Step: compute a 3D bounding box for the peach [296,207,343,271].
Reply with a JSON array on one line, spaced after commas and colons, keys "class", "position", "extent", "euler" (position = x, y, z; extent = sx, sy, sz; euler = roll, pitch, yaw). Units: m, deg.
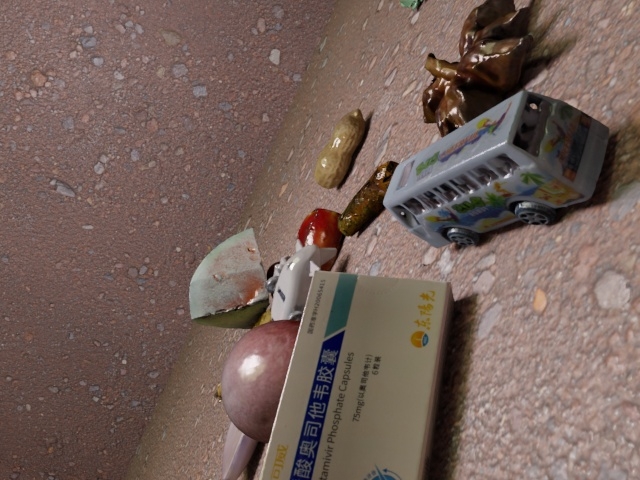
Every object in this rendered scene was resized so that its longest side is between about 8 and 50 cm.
[{"class": "peach", "position": [-0.006, -0.002, 1.563], "extent": [0.127, 0.092, 0.172], "euler": [-30, 37, 62]}]

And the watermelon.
[{"class": "watermelon", "position": [-0.191, 0.111, 1.727], "extent": [0.214, 0.320, 0.289], "euler": [3, 71, 41]}]

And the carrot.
[{"class": "carrot", "position": [0.102, -0.085, 1.360], "extent": [0.228, 0.069, 0.069], "euler": [130, 158, -51]}]

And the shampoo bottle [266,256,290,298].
[{"class": "shampoo bottle", "position": [-0.106, 0.103, 1.783], "extent": [0.085, 0.085, 0.244], "euler": [-65, 13, 10]}]

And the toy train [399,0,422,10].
[{"class": "toy train", "position": [0.261, -0.671, 1.659], "extent": [0.118, 0.074, 0.176], "euler": [-61, 8, -15]}]

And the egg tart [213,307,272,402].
[{"class": "egg tart", "position": [-0.164, 0.293, 1.625], "extent": [0.278, 0.095, 0.279], "euler": [-56, 4, 6]}]

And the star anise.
[{"class": "star anise", "position": [0.241, -0.275, 1.070], "extent": [0.292, 0.109, 0.349], "euler": [-47, 23, 40]}]

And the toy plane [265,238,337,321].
[{"class": "toy plane", "position": [-0.043, 0.115, 1.466], "extent": [0.245, 0.118, 0.244], "euler": [5, 96, 60]}]

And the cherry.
[{"class": "cherry", "position": [-0.073, 0.249, 1.209], "extent": [0.239, 0.206, 0.239], "euler": [-63, 3, 6]}]

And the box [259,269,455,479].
[{"class": "box", "position": [0.053, 0.209, 0.852], "extent": [0.065, 0.200, 0.343], "euler": [64, -145, -56]}]

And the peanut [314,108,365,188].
[{"class": "peanut", "position": [0.054, -0.244, 1.719], "extent": [0.227, 0.086, 0.104], "euler": [-64, 5, 8]}]

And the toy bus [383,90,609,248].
[{"class": "toy bus", "position": [0.205, -0.077, 0.842], "extent": [0.330, 0.136, 0.109], "euler": [-27, 40, 66]}]

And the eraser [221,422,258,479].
[{"class": "eraser", "position": [-0.174, 0.460, 1.540], "extent": [0.204, 0.059, 0.243], "euler": [-51, 19, 46]}]
